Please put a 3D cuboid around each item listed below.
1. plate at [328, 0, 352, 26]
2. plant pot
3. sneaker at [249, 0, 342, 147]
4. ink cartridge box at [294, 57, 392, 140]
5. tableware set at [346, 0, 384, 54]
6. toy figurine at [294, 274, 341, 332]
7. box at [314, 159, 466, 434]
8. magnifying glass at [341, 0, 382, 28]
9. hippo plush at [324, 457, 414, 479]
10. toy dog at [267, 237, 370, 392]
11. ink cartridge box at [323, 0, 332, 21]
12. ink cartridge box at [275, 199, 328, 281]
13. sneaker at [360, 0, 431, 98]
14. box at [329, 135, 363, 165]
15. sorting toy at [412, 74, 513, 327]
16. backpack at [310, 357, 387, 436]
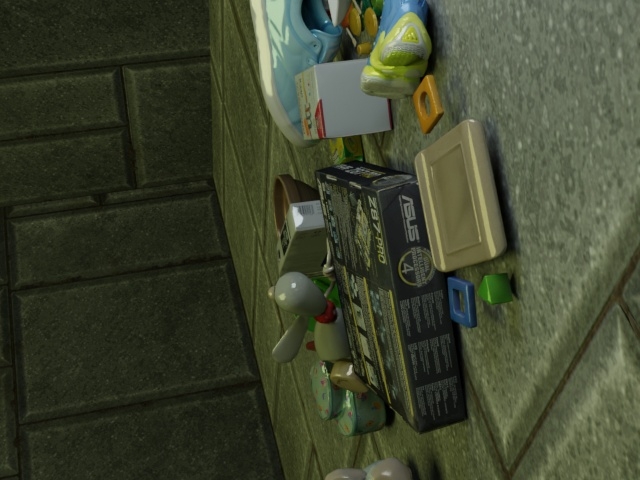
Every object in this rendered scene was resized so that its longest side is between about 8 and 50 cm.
[{"bbox_3d":[0.037,-0.553,1.549,0.278,0.045,0.277,99,165,-53],"label":"plate"},{"bbox_3d":[-0.036,-0.044,2.156,0.237,0.109,0.237,170,90,-78],"label":"plant pot"},{"bbox_3d":[-0.027,-0.343,1.724,0.150,0.135,0.366,5,123,34],"label":"sneaker"},{"bbox_3d":[0.038,-0.248,1.627,0.176,0.127,0.128,-160,61,-77],"label":"ink cartridge box"},{"bbox_3d":[0.079,-0.371,1.512,0.154,0.024,0.104,100,151,-55],"label":"tableware set"},{"bbox_3d":[-0.019,0.130,2.150,0.130,0.173,0.159,-54,3,2],"label":"toy figurine"},{"bbox_3d":[0.107,0.077,1.512,0.318,0.097,0.395,-149,46,-72],"label":"box"},{"bbox_3d":[0.073,-0.417,1.601,0.231,0.026,0.092,162,99,-76],"label":"magnifying glass"},{"bbox_3d":[0.134,0.530,1.689,0.236,0.234,0.294,5,-89,-72],"label":"hippo plush"},{"bbox_3d":[-0.010,0.155,1.737,0.220,0.161,0.334,-59,-46,-42],"label":"toy dog"},{"bbox_3d":[-0.017,-0.459,1.857,0.175,0.072,0.127,106,151,-62],"label":"ink cartridge box"},{"bbox_3d":[0.000,0.000,1.889,0.333,0.165,0.065,115,144,-67],"label":"ink cartridge box"},{"bbox_3d":[0.120,-0.296,1.368,0.240,0.091,0.126,142,137,-77],"label":"sneaker"},{"bbox_3d":[0.045,-0.217,1.823,0.105,0.043,0.179,139,120,-75],"label":"box"},{"bbox_3d":[0.195,-0.058,1.236,0.196,0.047,0.348,153,108,-73],"label":"sorting toy"},{"bbox_3d":[0.061,0.313,1.897,0.166,0.144,0.188,123,129,-65],"label":"backpack"}]
